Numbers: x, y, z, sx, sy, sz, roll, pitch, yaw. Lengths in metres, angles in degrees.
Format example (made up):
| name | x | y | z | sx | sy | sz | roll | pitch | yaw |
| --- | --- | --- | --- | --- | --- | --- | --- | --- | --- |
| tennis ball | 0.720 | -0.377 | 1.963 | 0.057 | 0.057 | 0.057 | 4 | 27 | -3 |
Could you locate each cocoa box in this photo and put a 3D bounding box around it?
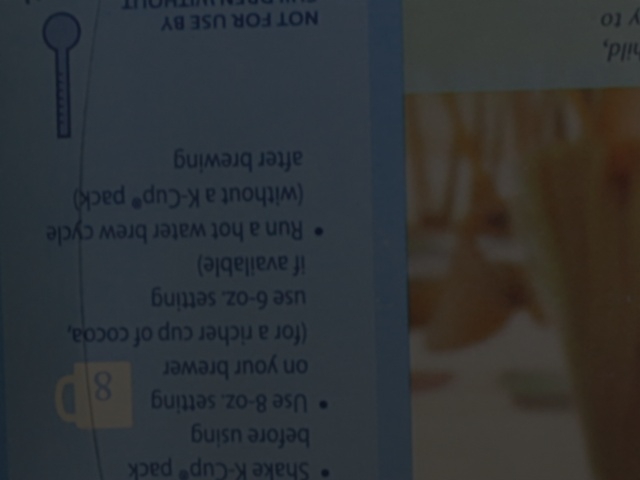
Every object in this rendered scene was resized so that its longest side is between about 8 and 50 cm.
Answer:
| name | x | y | z | sx | sy | sz | roll | pitch | yaw |
| --- | --- | --- | --- | --- | --- | --- | --- | --- | --- |
| cocoa box | 0.093 | -0.001 | 0.438 | 0.347 | 0.231 | 0.228 | -1 | 3 | 5 |
